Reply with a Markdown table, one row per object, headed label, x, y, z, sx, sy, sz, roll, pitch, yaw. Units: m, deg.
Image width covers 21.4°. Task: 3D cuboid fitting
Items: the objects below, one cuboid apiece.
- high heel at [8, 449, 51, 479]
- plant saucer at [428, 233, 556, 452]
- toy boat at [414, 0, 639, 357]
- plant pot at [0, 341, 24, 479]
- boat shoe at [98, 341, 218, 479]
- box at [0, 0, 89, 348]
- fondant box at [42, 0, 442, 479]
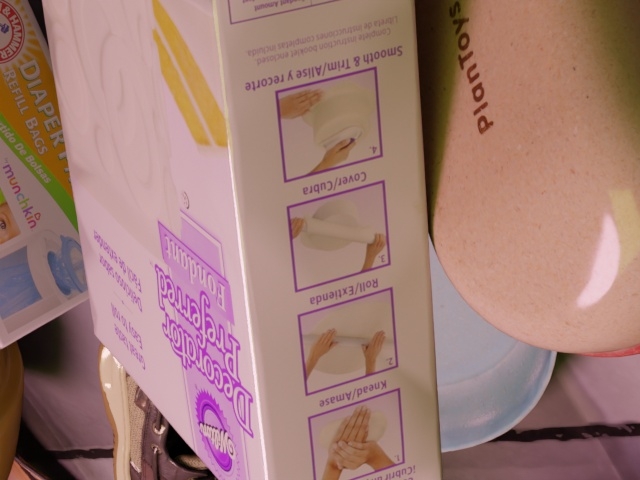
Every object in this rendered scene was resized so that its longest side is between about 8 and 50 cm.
| label | x | y | z | sx | sy | sz | roll | pitch | yaw |
| --- | --- | --- | --- | --- | --- | --- | --- | --- | --- |
| high heel | -0.219 | 0.225 | 1.331 | 0.186 | 0.093 | 0.261 | 23 | 162 | 24 |
| plant saucer | 0.000 | 0.000 | 1.010 | 0.317 | 0.044 | 0.318 | 20 | 138 | 19 |
| toy boat | 0.126 | -0.063 | 0.747 | 0.151 | 0.151 | 0.231 | -38 | 60 | 51 |
| plant pot | -0.322 | 0.051 | 1.157 | 0.254 | 0.254 | 0.239 | 25 | 125 | 13 |
| boat shoe | -0.100 | 0.142 | 1.197 | 0.073 | 0.080 | 0.224 | 16 | 133 | 30 |
| box | -0.211 | -0.048 | 1.014 | 0.103 | 0.114 | 0.203 | -6 | 111 | 53 |
| fondant box | -0.048 | -0.062 | 0.797 | 0.238 | 0.096 | 0.330 | 38 | 140 | 55 |
